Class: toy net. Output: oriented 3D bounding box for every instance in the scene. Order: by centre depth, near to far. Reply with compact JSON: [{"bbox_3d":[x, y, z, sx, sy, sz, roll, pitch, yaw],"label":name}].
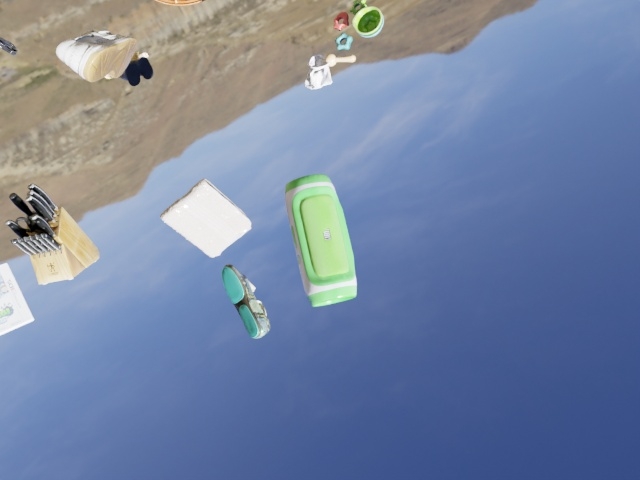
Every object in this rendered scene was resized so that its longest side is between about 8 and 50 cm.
[{"bbox_3d":[0.036,-0.448,1.388,0.232,0.122,0.045,-42,159,11],"label":"toy net"}]

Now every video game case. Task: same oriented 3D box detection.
[{"bbox_3d":[-0.721,0.142,1.307,0.157,0.143,0.019,-26,173,-25],"label":"video game case"}]

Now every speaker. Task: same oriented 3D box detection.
[{"bbox_3d":[0.000,0.000,1.447,0.131,0.296,0.131,-13,170,-2],"label":"speaker"}]

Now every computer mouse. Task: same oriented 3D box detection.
[{"bbox_3d":[-0.963,-0.595,1.709,0.041,0.242,0.071,-37,-131,12],"label":"computer mouse"}]

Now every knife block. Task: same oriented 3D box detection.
[{"bbox_3d":[-0.650,-0.029,1.485,0.088,0.242,0.275,-10,-167,2],"label":"knife block"}]

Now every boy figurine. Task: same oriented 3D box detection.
[{"bbox_3d":[-0.701,-0.632,2.173,0.177,0.092,0.285,-35,-134,-24],"label":"boy figurine"}]

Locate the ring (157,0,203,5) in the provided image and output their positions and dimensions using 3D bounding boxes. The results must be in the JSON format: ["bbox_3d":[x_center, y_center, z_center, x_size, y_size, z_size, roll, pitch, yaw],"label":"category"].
[{"bbox_3d":[-0.400,-0.828,1.726,0.336,0.336,0.032,-32,178,-7],"label":"ring"}]

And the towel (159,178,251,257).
[{"bbox_3d":[-0.350,-0.062,1.921,0.187,0.282,0.049,-39,-129,5],"label":"towel"}]

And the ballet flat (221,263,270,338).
[{"bbox_3d":[-0.173,0.140,1.440,0.070,0.188,0.070,-23,172,-4],"label":"ballet flat"}]

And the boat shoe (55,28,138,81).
[{"bbox_3d":[-0.467,-0.403,1.287,0.098,0.096,0.277,-60,-172,17],"label":"boat shoe"}]
